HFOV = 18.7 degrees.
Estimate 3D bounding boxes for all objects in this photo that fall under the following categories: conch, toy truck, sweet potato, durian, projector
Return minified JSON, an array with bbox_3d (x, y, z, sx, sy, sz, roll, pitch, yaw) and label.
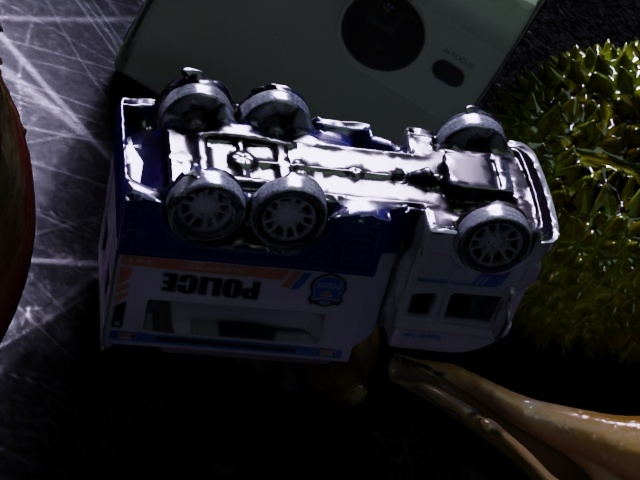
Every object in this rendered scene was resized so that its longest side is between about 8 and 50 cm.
[{"bbox_3d":[0.197,0.157,1.336,0.330,0.093,0.109,19,69,12],"label":"conch"},{"bbox_3d":[0.000,0.000,1.213,0.268,0.155,0.124,6,37,-12],"label":"toy truck"},{"bbox_3d":[0.012,0.035,1.342,0.067,0.067,0.274,27,26,-15],"label":"sweet potato"},{"bbox_3d":[0.225,-0.027,1.506,0.291,0.224,0.291,3,63,-6],"label":"durian"},{"bbox_3d":[0.023,-0.190,1.478,0.249,0.248,0.248,32,31,-2],"label":"projector"}]

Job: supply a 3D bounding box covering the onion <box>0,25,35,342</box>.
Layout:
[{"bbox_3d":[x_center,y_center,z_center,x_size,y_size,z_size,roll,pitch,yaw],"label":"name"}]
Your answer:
[{"bbox_3d":[-0.286,-0.063,0.901,0.354,0.353,0.353,26,31,-17],"label":"onion"}]
